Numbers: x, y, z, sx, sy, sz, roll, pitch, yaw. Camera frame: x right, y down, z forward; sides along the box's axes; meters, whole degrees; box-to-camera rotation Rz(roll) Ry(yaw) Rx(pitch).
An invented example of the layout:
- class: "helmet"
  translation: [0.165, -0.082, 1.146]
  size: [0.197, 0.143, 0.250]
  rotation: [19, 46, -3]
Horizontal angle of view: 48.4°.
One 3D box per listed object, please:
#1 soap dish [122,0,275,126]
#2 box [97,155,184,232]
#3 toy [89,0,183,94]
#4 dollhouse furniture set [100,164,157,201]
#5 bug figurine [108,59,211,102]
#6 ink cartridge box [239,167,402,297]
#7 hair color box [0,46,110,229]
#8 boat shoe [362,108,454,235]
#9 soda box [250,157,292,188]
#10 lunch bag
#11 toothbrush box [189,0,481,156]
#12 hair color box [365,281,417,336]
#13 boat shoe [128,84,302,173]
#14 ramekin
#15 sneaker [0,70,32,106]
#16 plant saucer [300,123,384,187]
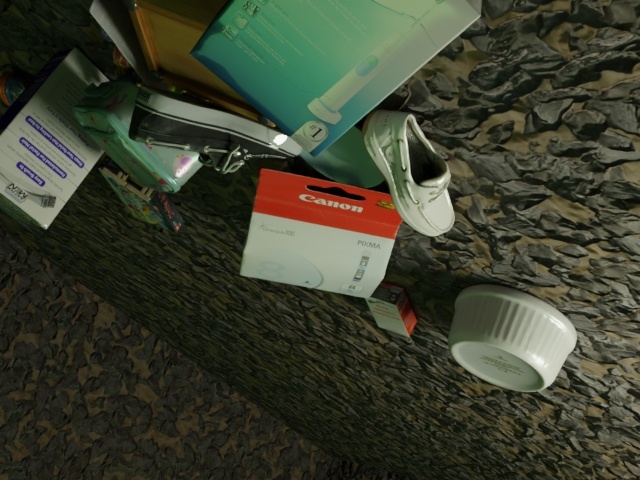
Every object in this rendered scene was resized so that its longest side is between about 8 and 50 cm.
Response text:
- class: "soap dish"
  translation: [-0.160, -0.313, 1.120]
  size: [0.290, 0.118, 0.229]
  rotation: [24, 155, 13]
- class: "box"
  translation: [-0.478, -0.120, 1.916]
  size: [0.159, 0.044, 0.233]
  rotation: [18, 153, 22]
- class: "toy"
  translation: [-0.323, -0.332, 1.227]
  size: [0.056, 0.137, 0.237]
  rotation: [-17, 138, 21]
- class: "dollhouse furniture set"
  translation: [-0.412, -0.188, 1.668]
  size: [0.129, 0.129, 0.184]
  rotation: [35, -175, -12]
- class: "bug figurine"
  translation: [-0.305, -0.257, 1.437]
  size: [0.279, 0.072, 0.216]
  rotation: [43, 152, -27]
- class: "ink cartridge box"
  translation: [0.000, 0.000, 1.484]
  size: [0.308, 0.091, 0.385]
  rotation: [12, 157, -5]
- class: "hair color box"
  translation: [-0.557, -0.210, 1.471]
  size: [0.110, 0.339, 0.185]
  rotation: [1, 144, 45]
- class: "boat shoe"
  translation: [0.171, -0.104, 1.195]
  size: [0.096, 0.098, 0.277]
  rotation: [5, 145, 43]
- class: "soda box"
  translation: [-0.085, -0.099, 1.519]
  size: [0.058, 0.061, 0.181]
  rotation: [17, 153, 24]
- class: "lunch bag"
  translation: [-0.352, -0.198, 1.343]
  size: [0.224, 0.108, 0.279]
  rotation: [46, 164, -28]
- class: "toothbrush box"
  translation: [0.018, -0.277, 0.872]
  size: [0.216, 0.126, 0.295]
  rotation: [37, 132, -19]
- class: "hair color box"
  translation: [0.174, 0.168, 1.770]
  size: [0.093, 0.053, 0.167]
  rotation: [16, 154, 29]
- class: "boat shoe"
  translation: [-0.170, -0.169, 1.199]
  size: [0.306, 0.105, 0.113]
  rotation: [9, -162, -39]
- class: "ramekin"
  translation: [0.401, 0.219, 1.537]
  size: [0.272, 0.127, 0.273]
  rotation: [23, 154, 12]
- class: "sneaker"
  translation: [-0.698, -0.316, 1.738]
  size: [0.087, 0.083, 0.221]
  rotation: [13, 155, 15]
- class: "plant saucer"
  translation: [0.038, -0.170, 1.280]
  size: [0.194, 0.037, 0.195]
  rotation: [24, 155, 12]
